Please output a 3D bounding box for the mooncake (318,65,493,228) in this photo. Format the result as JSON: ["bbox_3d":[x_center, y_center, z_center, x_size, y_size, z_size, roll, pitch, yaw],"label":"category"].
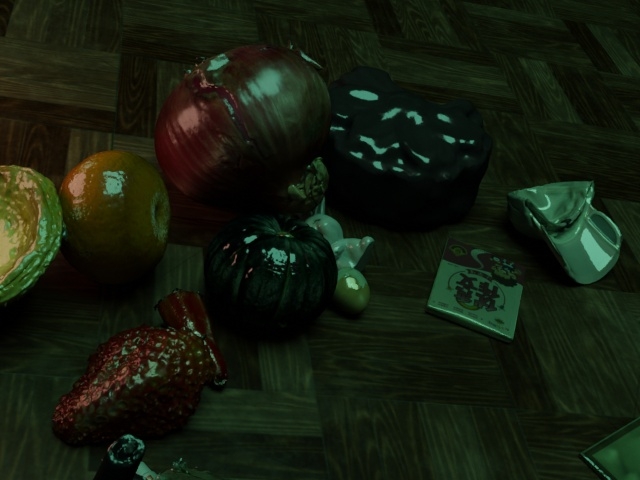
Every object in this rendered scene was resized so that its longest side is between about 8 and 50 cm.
[{"bbox_3d":[0.154,-0.188,1.949,0.381,0.212,0.350,14,42,-1],"label":"mooncake"}]

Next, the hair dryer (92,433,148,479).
[{"bbox_3d":[-0.246,0.307,1.093,0.089,0.251,0.197,38,38,11],"label":"hair dryer"}]

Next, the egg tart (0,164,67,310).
[{"bbox_3d":[-0.504,0.013,1.440,0.294,0.123,0.294,-5,50,6],"label":"egg tart"}]

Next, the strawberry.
[{"bbox_3d":[-0.247,0.189,1.338,0.175,0.106,0.236,28,50,2],"label":"strawberry"}]

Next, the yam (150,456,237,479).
[{"bbox_3d":[-0.067,0.407,1.066,0.348,0.241,0.241,23,37,11],"label":"yam"}]

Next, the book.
[{"bbox_3d":[0.292,0.088,1.783,0.162,0.022,0.232,20,35,5],"label":"book"}]

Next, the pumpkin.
[{"bbox_3d":[-0.080,0.048,1.571,0.221,0.162,0.220,19,27,-10],"label":"pumpkin"}]

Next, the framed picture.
[{"bbox_3d":[0.543,0.359,1.534,0.231,0.010,0.173,-16,47,-37],"label":"framed picture"}]

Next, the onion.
[{"bbox_3d":[-0.131,-0.217,1.755,0.354,0.353,0.353,11,36,-8],"label":"onion"}]

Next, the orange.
[{"bbox_3d":[-0.335,-0.040,1.540,0.170,0.224,0.224,-3,35,8],"label":"orange"}]

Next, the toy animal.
[{"bbox_3d":[0.000,0.000,1.747,0.182,0.131,0.127,40,9,17],"label":"toy animal"}]

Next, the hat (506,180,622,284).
[{"bbox_3d":[0.484,-0.014,1.953,0.219,0.164,0.226,-11,83,-33],"label":"hat"}]

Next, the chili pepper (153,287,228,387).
[{"bbox_3d":[-0.184,0.158,1.479,0.088,0.065,0.169,11,38,-46],"label":"chili pepper"}]

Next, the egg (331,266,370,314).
[{"bbox_3d":[0.050,0.087,1.647,0.071,0.071,0.083,-19,56,-39],"label":"egg"}]

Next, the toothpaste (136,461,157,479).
[{"bbox_3d":[-0.177,0.369,1.223,0.052,0.033,0.218,-24,56,-34],"label":"toothpaste"}]
